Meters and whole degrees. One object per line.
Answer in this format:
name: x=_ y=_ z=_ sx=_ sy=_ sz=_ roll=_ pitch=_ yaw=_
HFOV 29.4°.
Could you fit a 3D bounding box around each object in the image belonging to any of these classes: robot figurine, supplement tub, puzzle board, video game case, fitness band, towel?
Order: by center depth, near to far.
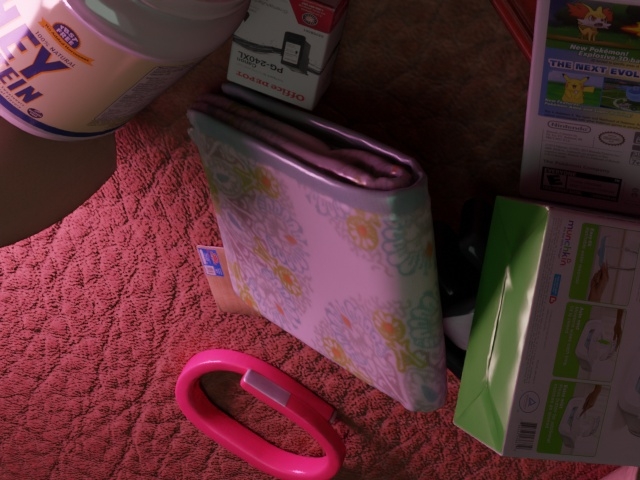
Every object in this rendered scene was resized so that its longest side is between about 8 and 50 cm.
video game case: x=0.370 y=-0.127 z=1.211 sx=0.328 sy=0.036 sz=0.300 roll=10 pitch=142 yaw=12
supplement tub: x=-0.216 y=-0.262 z=1.264 sx=0.235 sy=0.235 sz=0.325 roll=42 pitch=142 yaw=-16
towel: x=0.000 y=0.000 z=1.445 sx=0.374 sy=0.090 sz=0.321 roll=30 pitch=144 yaw=41
robot figurine: x=0.234 y=0.079 z=1.451 sx=0.278 sy=0.174 sz=0.209 roll=46 pitch=159 yaw=-20
puzzle board: x=-0.115 y=0.057 z=1.722 sx=0.096 sy=0.011 sz=0.128 roll=6 pitch=134 yaw=23
fitness band: x=-0.091 y=0.277 z=1.905 sx=0.291 sy=0.054 sz=0.209 roll=36 pitch=140 yaw=-9

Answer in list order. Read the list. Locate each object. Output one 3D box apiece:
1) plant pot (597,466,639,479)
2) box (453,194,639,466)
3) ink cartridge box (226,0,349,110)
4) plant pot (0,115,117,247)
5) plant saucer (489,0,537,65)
plant pot: x=0.457 y=0.410 z=1.592 sx=0.333 sy=0.334 sz=0.305 roll=33 pitch=149 yaw=-7
box: x=0.292 y=0.099 z=1.312 sx=0.231 sy=0.262 sz=0.127 roll=7 pitch=-174 yaw=-21
ink cartridge box: x=-0.036 y=-0.230 z=1.353 sx=0.109 sy=0.063 sz=0.150 roll=21 pitch=138 yaw=6
plant pot: x=-0.353 y=-0.135 z=1.490 sx=0.190 sy=0.284 sz=0.284 roll=-8 pitch=139 yaw=-14
plant saucer: x=0.288 y=-0.238 z=1.194 sx=0.259 sy=0.048 sz=0.258 roll=-18 pitch=122 yaw=37
